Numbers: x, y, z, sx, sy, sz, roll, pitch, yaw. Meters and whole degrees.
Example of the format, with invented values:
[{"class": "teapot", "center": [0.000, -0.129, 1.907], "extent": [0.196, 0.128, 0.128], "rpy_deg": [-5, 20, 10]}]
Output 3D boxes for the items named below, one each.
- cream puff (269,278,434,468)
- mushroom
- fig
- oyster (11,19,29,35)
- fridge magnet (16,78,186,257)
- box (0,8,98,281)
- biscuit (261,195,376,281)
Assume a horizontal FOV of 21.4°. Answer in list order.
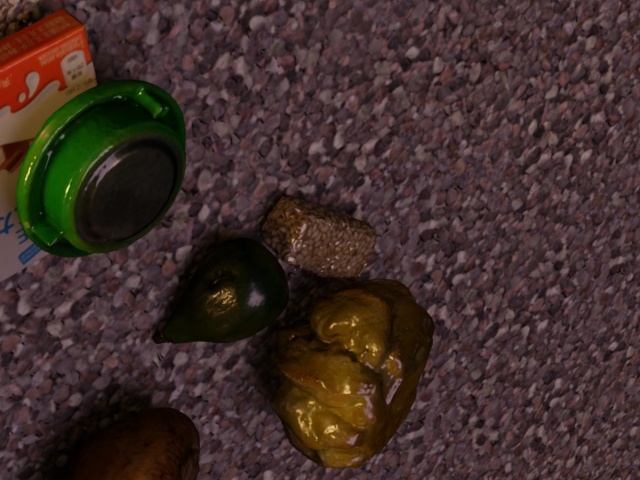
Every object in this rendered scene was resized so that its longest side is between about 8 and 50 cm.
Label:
[{"class": "cream puff", "center": [0.040, 0.168, 2.147], "extent": [0.244, 0.196, 0.244], "rpy_deg": [-7, 98, -60]}, {"class": "mushroom", "center": [-0.213, 0.343, 2.031], "extent": [0.283, 0.195, 0.263], "rpy_deg": [56, 34, -49]}, {"class": "fig", "center": [-0.119, 0.080, 2.021], "extent": [0.177, 0.117, 0.117], "rpy_deg": [-41, 139, 2]}, {"class": "oyster", "center": [-0.305, -0.186, 1.722], "extent": [0.054, 0.019, 0.083], "rpy_deg": [-25, 136, -38]}, {"class": "fridge magnet", "center": [-0.219, -0.069, 1.742], "extent": [0.208, 0.088, 0.208], "rpy_deg": [-32, 143, -28]}, {"class": "box", "center": [-0.340, -0.068, 1.732], "extent": [0.273, 0.048, 0.265], "rpy_deg": [-33, 142, -22]}, {"class": "biscuit", "center": [0.000, 0.000, 2.093], "extent": [0.168, 0.070, 0.082], "rpy_deg": [16, 110, -49]}]
